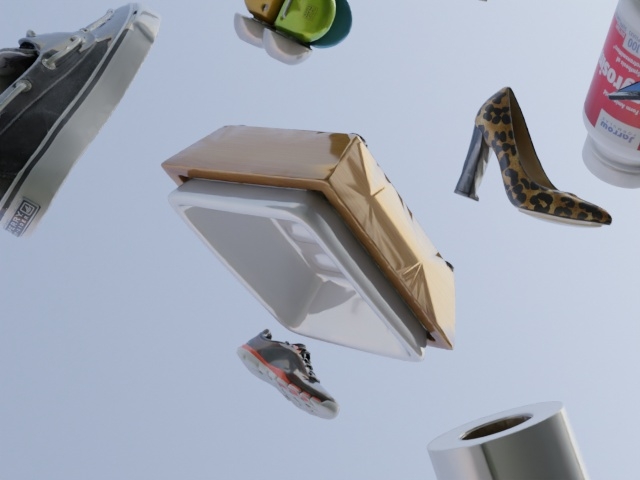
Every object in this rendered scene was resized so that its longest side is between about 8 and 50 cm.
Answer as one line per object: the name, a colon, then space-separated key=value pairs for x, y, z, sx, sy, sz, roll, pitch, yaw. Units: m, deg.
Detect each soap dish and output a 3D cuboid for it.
soap dish: x=0.000 y=0.000 z=1.074 sx=0.291 sy=0.229 sz=0.118 roll=52 pitch=-121 yaw=-40

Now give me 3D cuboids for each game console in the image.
game console: x=0.555 y=-0.282 z=1.704 sx=0.122 sy=0.107 sz=0.071 roll=-23 pitch=-69 yaw=-36

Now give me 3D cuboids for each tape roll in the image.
tape roll: x=0.317 y=0.387 z=1.693 sx=0.246 sy=0.246 sz=0.169 roll=-17 pitch=-93 yaw=-31

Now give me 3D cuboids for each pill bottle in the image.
pill bottle: x=0.661 y=-0.309 z=2.040 sx=0.229 sy=0.408 sz=0.229 roll=3 pitch=-134 yaw=-3

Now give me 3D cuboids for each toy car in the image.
toy car: x=-0.025 y=-0.333 z=1.454 sx=0.136 sy=0.182 sz=0.159 roll=15 pitch=-74 yaw=-45

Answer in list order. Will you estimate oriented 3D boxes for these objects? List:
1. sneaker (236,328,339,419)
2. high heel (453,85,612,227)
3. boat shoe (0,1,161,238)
sneaker: x=-0.030 y=0.152 z=1.216 sx=0.158 sy=0.061 sz=0.065 roll=32 pitch=-112 yaw=30
high heel: x=0.338 y=-0.127 z=1.536 sx=0.093 sy=0.261 sz=0.186 roll=16 pitch=-87 yaw=-57
boat shoe: x=-0.220 y=-0.127 z=0.835 sx=0.102 sy=0.108 sz=0.301 roll=34 pitch=-139 yaw=-15
